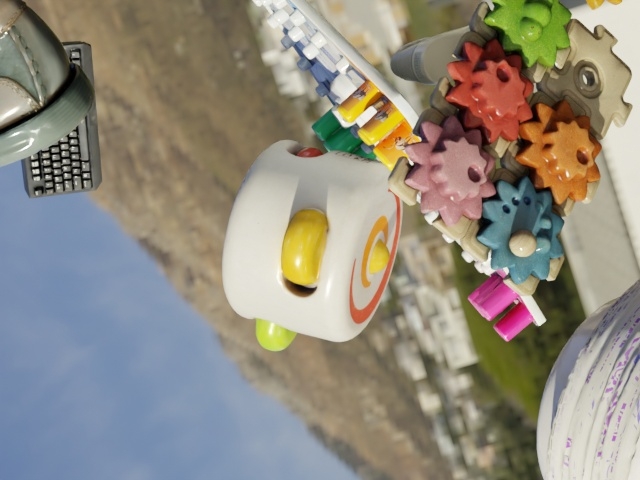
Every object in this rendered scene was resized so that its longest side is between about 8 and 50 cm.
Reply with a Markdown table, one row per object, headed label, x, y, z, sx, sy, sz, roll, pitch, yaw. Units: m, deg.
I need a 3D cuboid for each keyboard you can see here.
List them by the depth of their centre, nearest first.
| label | x | y | z | sx | sy | sz | roll | pitch | yaw |
| --- | --- | --- | --- | --- | --- | --- | --- | --- | --- |
| keyboard | -0.271 | -0.114 | 1.686 | 0.023 | 0.108 | 0.180 | -100 | 9 | -49 |

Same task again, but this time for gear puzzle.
| label | x | y | z | sx | sy | sz | roll | pitch | yaw |
| --- | --- | --- | --- | --- | --- | --- | --- | --- | --- |
| gear puzzle | 0.189 | -0.130 | 1.399 | 0.175 | 0.044 | 0.339 | 39 | -117 | -22 |

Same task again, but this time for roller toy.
| label | x | y | z | sx | sy | sz | roll | pitch | yaw |
| --- | --- | --- | --- | --- | --- | --- | --- | --- | --- |
| roller toy | 0.000 | 0.000 | 1.761 | 0.209 | 0.146 | 0.191 | 81 | -151 | -51 |

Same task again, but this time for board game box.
| label | x | y | z | sx | sy | sz | roll | pitch | yaw |
| --- | --- | --- | --- | --- | --- | --- | --- | --- | --- |
| board game box | 0.042 | -0.110 | 1.748 | 0.390 | 0.050 | 0.390 | 48 | 177 | 42 |

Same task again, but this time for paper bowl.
| label | x | y | z | sx | sy | sz | roll | pitch | yaw |
| --- | --- | --- | --- | --- | --- | --- | --- | --- | --- |
| paper bowl | 0.290 | 0.152 | 1.426 | 0.148 | 0.284 | 0.284 | 18 | 142 | 45 |

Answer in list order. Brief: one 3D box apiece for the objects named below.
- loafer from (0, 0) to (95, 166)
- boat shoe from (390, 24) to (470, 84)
| label | x | y | z | sx | sy | sz | roll | pitch | yaw |
| --- | --- | --- | --- | --- | --- | --- | --- | --- | --- |
| loafer | -0.257 | -0.067 | 0.955 | 0.096 | 0.268 | 0.084 | -83 | -29 | -56 |
| boat shoe | 0.149 | -0.195 | 1.826 | 0.184 | 0.063 | 0.066 | -23 | -70 | -40 |
